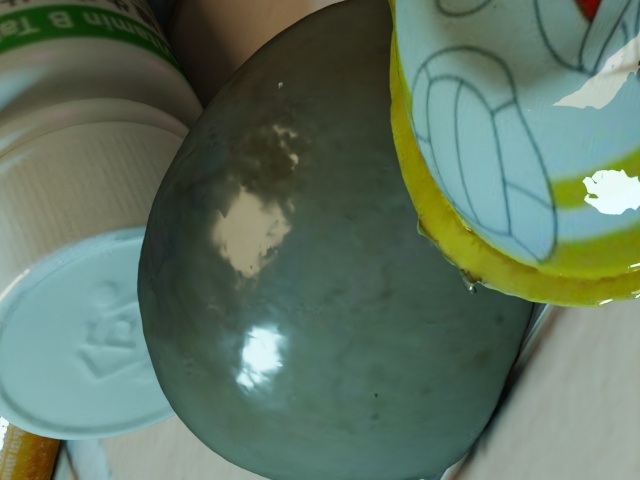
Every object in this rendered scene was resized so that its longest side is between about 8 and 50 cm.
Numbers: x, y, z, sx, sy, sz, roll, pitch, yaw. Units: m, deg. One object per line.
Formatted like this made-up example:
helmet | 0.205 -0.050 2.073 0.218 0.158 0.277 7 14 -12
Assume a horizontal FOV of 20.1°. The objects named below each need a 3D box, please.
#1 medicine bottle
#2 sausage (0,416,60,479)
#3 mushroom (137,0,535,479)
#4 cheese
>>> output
medicine bottle | -0.116 -0.039 0.759 0.237 0.139 0.139 62 140 43
sausage | -0.174 0.147 0.950 0.053 0.053 0.347 55 135 46
mushroom | 0.000 0.000 0.594 0.141 0.117 0.188 44 123 38
cheese | 0.062 -0.085 0.485 0.177 0.069 0.270 -58 40 17
